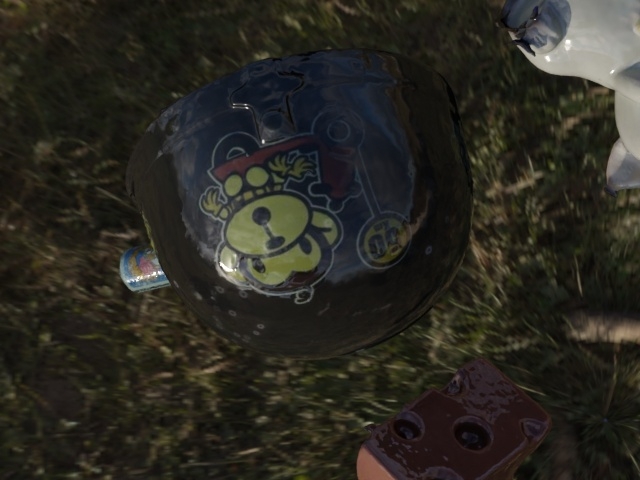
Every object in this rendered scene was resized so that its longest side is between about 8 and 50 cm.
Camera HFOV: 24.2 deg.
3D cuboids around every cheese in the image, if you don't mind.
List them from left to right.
[{"bbox_3d":[0.127,0.256,1.628,0.128,0.177,0.203,40,50,23],"label":"cheese"}]

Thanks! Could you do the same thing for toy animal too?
[{"bbox_3d":[0.338,-0.175,1.520,0.310,0.247,0.183,40,79,-19],"label":"toy animal"}]

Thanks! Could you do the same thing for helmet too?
[{"bbox_3d":[0.000,0.000,1.000,0.230,0.279,0.160,-17,61,5],"label":"helmet"}]

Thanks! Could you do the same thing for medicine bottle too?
[{"bbox_3d":[-0.124,0.014,1.548,0.191,0.051,0.051,-14,80,33],"label":"medicine bottle"}]
